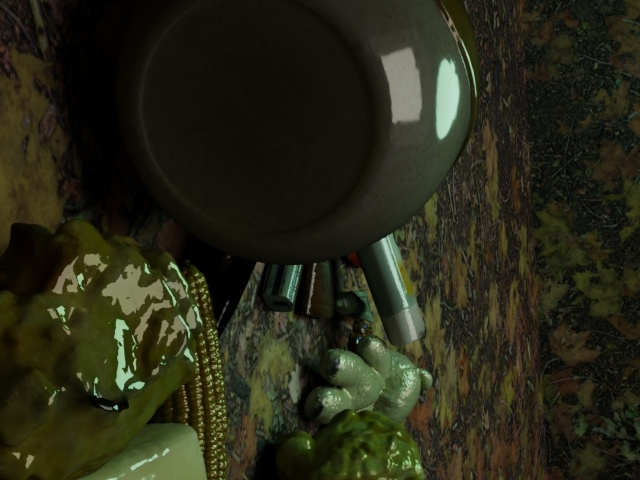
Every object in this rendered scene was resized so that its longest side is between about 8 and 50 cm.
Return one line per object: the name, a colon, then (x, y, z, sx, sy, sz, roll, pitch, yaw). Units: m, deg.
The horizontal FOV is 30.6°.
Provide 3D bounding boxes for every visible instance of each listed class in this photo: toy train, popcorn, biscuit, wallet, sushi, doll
toy train: (-0.039, -0.011, 1.791, 0.055, 0.048, 0.252, 64, 32, -52)
popcorn: (0.047, 0.360, 1.732, 0.256, 0.254, 0.195, -55, 138, -46)
biscuit: (0.088, 0.228, 2.140, 0.124, 0.026, 0.175, -69, 150, -45)
wallet: (0.000, 0.000, 1.913, 0.137, 0.031, 0.255, 19, 74, -72)
sushi: (-0.116, 0.036, 1.534, 0.192, 0.043, 0.279, -58, -173, 45)
popcorn: (-0.235, 0.103, 1.065, 0.286, 0.215, 0.252, -54, 144, -52)
doll: (0.058, 0.241, 1.970, 0.278, 0.175, 0.149, 22, 31, -58)

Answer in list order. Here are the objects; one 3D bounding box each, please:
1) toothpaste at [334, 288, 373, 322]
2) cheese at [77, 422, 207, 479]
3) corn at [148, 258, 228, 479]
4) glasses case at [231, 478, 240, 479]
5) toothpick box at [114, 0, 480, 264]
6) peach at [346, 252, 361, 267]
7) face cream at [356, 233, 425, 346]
toothpaste: (0.062, 0.113, 2.052, 0.218, 0.041, 0.064, 17, 57, -75)
cheese: (-0.217, 0.335, 1.222, 0.265, 0.123, 0.243, -13, 105, -68)
corn: (-0.162, 0.179, 1.396, 0.102, 0.102, 0.313, -11, 99, -68)
glasses case: (-0.143, 0.349, 1.436, 0.102, 0.070, 0.193, -53, 176, 25)
toothpick box: (-0.010, -0.184, 1.374, 0.425, 0.408, 0.409, -52, 137, -66)
peach: (0.096, -0.054, 2.117, 0.279, 0.068, 0.189, -51, 137, -59)
face cream: (0.103, 0.042, 1.966, 0.107, 0.073, 0.269, -43, 115, -79)
